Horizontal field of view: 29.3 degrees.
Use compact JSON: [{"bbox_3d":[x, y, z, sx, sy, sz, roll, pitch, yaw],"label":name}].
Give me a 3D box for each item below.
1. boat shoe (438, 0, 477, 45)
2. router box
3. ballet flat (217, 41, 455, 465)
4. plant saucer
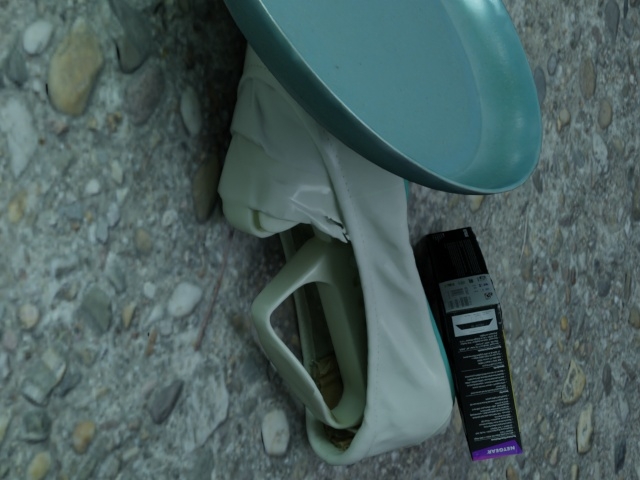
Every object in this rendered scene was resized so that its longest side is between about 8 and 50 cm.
[{"bbox_3d":[0.080,-0.210,0.968,0.096,0.098,0.277,45,51,-76],"label":"boat shoe"},{"bbox_3d":[0.126,0.081,1.022,0.179,0.046,0.133,-91,170,-70],"label":"router box"},{"bbox_3d":[0.000,0.000,0.886,0.139,0.139,0.400,-40,124,-41],"label":"ballet flat"},{"bbox_3d":[0.028,-0.160,0.784,0.317,0.043,0.318,32,40,-32],"label":"plant saucer"}]
